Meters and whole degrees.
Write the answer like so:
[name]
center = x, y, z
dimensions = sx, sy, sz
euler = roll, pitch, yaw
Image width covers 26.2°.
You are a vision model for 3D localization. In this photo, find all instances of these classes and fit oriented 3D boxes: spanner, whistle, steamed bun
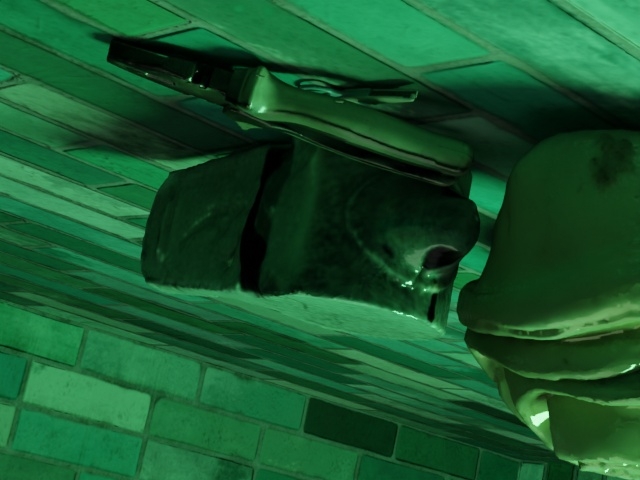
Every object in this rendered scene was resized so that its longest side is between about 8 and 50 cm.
[spanner]
center = -0.027, -0.112, 1.181
dimensions = 0.325, 0.040, 0.095
euler = 18, 170, -2
[whistle]
center = -0.024, -0.009, 1.362
dimensions = 0.404, 0.168, 0.188
euler = 6, 166, 22
[steamed bun]
center = 0.287, 0.081, 1.172
dimensions = 0.309, 0.219, 0.324
euler = 11, 141, -8

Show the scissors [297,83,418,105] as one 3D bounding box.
[scissors]
center = 0.035, -0.122, 1.170
dimensions = 0.119, 0.014, 0.058
euler = 3, 165, 45
